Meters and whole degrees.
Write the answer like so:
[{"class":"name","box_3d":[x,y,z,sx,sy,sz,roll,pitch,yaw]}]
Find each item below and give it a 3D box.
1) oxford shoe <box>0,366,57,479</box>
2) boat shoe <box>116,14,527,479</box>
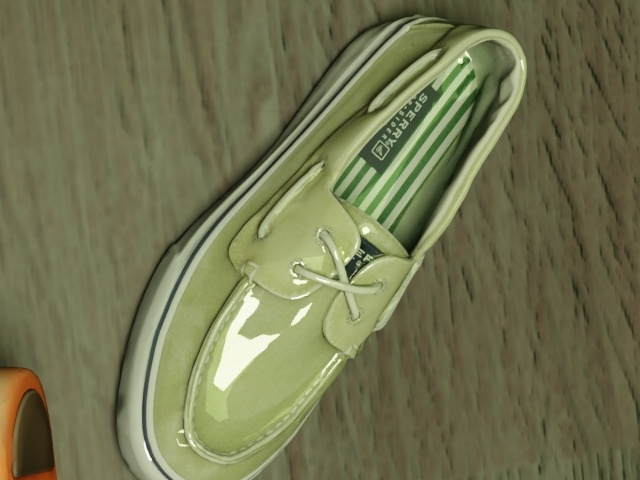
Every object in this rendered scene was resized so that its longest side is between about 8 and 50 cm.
[{"class":"oxford shoe","box_3d":[-0.192,0.236,0.924,0.133,0.130,0.363,1,95,5]},{"class":"boat shoe","box_3d":[0.000,0.000,1.026,0.109,0.094,0.302,38,71,-22]}]
